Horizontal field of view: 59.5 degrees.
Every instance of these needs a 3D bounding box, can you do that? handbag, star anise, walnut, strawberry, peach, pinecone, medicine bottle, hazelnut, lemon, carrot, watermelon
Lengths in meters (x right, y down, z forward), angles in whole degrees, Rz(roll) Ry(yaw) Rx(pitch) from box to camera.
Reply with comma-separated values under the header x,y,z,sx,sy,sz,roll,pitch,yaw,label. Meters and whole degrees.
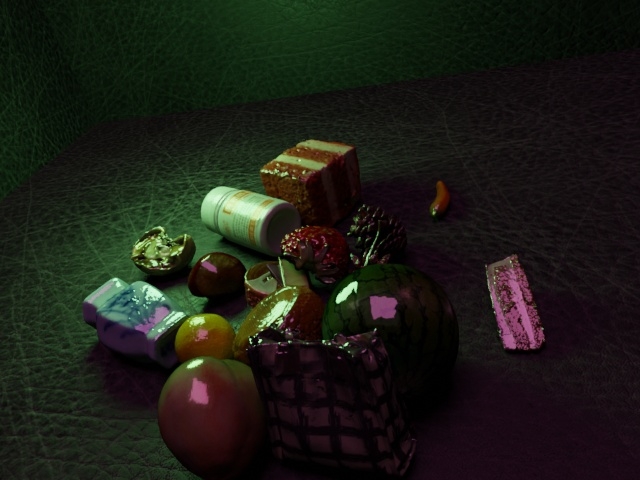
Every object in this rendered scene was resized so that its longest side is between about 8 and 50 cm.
x,y,z,sx,sy,sz,roll,pitch,yaw,label
0.020,0.351,1.243,0.325,0.326,0.162,-4,21,29,handbag
0.151,0.073,1.760,0.177,0.073,0.233,-23,73,22,star anise
-0.593,0.059,2.126,0.238,0.141,0.204,14,54,34,walnut
0.000,0.000,1.890,0.234,0.137,0.306,23,30,0,strawberry
-0.243,0.417,1.327,0.247,0.292,0.292,-31,33,6,peach
0.189,-0.025,1.876,0.179,0.184,0.204,-33,78,-33,pinecone
-0.269,-0.081,2.135,0.372,0.211,0.211,18,46,39,medicine bottle
-0.348,0.126,1.934,0.202,0.160,0.170,14,39,-25,hazelnut
-0.330,0.306,1.623,0.178,0.178,0.203,-22,40,-10,lemon
0.458,-0.163,2.115,0.062,0.066,0.271,36,39,-5,carrot
0.171,0.229,1.397,0.363,0.363,0.363,-10,34,7,watermelon

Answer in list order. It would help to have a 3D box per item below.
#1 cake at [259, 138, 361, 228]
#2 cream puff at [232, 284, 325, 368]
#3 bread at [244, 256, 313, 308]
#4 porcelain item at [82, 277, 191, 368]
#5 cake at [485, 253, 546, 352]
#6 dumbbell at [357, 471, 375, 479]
x,y,z,sx,sy,sz,roll,pitch,yaw,label
-0.019,-0.219,2.184,0.269,0.270,0.319,18,45,40,cake
-0.092,0.264,1.538,0.303,0.212,0.303,-40,16,14,cream puff
-0.140,0.145,1.811,0.212,0.142,0.224,-2,32,-11,bread
-0.578,0.256,1.788,0.405,0.178,0.242,15,44,38,porcelain item
0.536,0.188,1.553,0.116,0.112,0.295,-12,45,14,cake
0.117,0.533,1.233,0.036,0.040,0.083,-53,40,-1,dumbbell
